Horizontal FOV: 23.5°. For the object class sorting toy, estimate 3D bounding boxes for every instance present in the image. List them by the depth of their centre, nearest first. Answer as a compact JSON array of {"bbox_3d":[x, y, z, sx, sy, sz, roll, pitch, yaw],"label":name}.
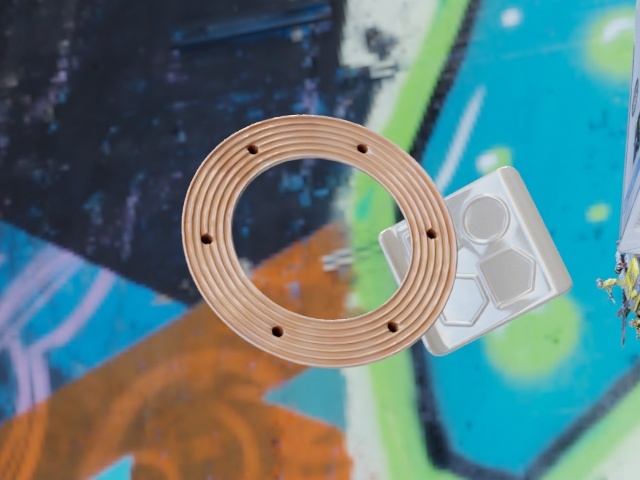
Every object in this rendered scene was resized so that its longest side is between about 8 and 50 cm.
[{"bbox_3d":[0.203,0.028,2.029,0.193,0.208,0.038,67,-169,20],"label":"sorting toy"}]

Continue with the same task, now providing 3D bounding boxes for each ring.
[{"bbox_3d":[0.000,0.000,1.833,0.032,0.337,0.336,115,162,-60],"label":"ring"}]

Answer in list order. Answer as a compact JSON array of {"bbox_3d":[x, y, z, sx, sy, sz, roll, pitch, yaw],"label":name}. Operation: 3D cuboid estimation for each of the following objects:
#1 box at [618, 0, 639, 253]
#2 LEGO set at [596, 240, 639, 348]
[{"bbox_3d":[0.262,-0.149,1.025,0.169,0.087,0.290,86,-167,-66],"label":"box"},{"bbox_3d":[0.431,0.111,1.861,0.331,0.192,0.255,88,180,-70],"label":"LEGO set"}]
